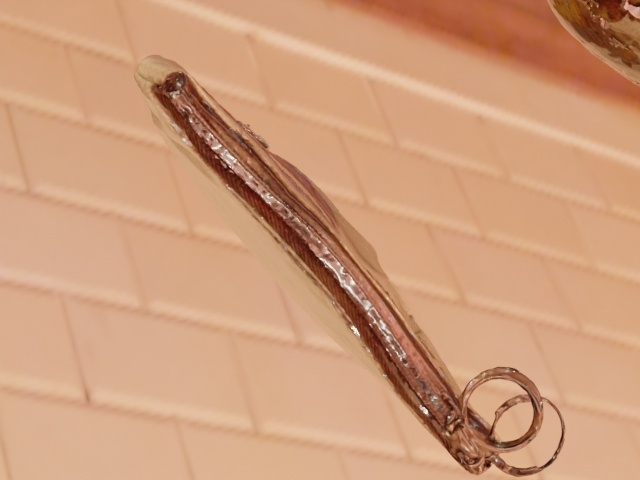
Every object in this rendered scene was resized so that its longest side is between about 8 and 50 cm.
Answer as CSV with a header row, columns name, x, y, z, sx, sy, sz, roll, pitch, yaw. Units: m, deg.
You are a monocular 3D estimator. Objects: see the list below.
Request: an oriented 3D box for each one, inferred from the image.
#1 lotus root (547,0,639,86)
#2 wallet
name,x,y,z,sx,sy,sz,roll,pitch,yaw
lotus root,0.323,-0.187,1.463,0.397,0.196,0.179,22,172,-20
wallet,-0.002,0.002,1.212,0.068,0.275,0.335,-43,104,-4
